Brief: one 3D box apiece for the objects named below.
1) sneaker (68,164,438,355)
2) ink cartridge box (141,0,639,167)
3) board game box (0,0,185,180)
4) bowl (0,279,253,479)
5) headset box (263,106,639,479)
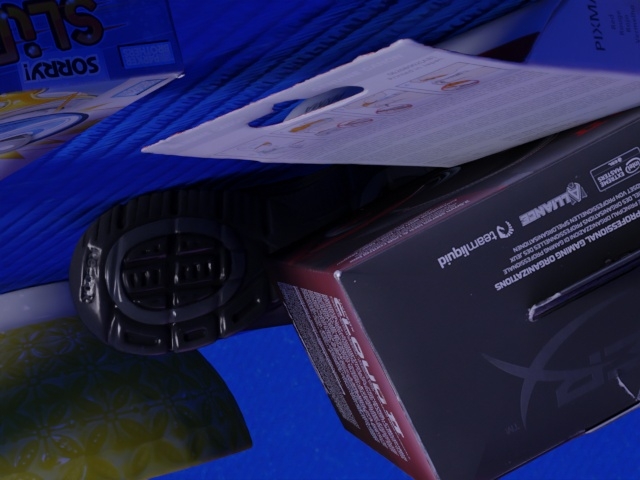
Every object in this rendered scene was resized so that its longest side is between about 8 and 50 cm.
[{"bbox_3d":[0.000,0.000,1.033,0.286,0.109,0.130,-4,180,-8],"label":"sneaker"},{"bbox_3d":[0.040,-0.065,0.696,0.179,0.045,0.145,3,165,-44],"label":"ink cartridge box"},{"bbox_3d":[-0.146,-0.029,0.520,0.136,0.035,0.201,-11,175,-33],"label":"board game box"},{"bbox_3d":[-0.208,0.117,1.361,0.289,0.156,0.289,-14,176,-1],"label":"bowl"},{"bbox_3d":[0.105,0.010,0.835,0.218,0.110,0.293,-27,-176,-6],"label":"headset box"}]
